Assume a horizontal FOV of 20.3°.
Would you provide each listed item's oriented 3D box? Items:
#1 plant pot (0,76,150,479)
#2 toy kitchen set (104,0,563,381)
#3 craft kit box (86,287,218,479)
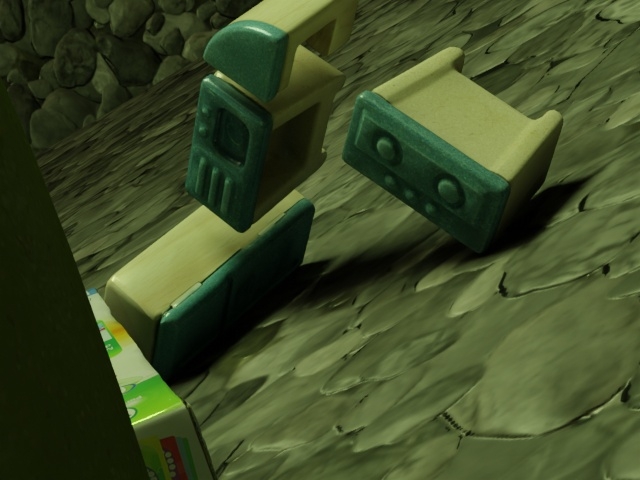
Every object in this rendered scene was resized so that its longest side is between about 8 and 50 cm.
[{"bbox_3d":[-0.148,0.066,0.374,0.275,0.293,0.275,-31,12,7],"label":"plant pot"},{"bbox_3d":[0.000,0.000,0.859,0.122,0.166,0.207,-40,-23,-36],"label":"toy kitchen set"},{"bbox_3d":[-0.183,0.107,0.746,0.250,0.061,0.246,-22,11,-10],"label":"craft kit box"}]
